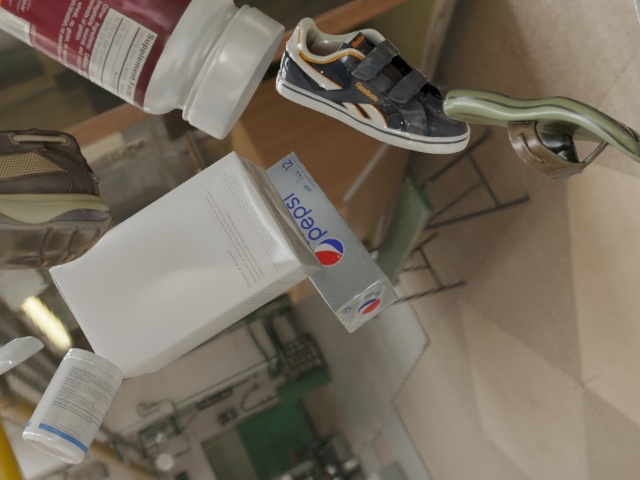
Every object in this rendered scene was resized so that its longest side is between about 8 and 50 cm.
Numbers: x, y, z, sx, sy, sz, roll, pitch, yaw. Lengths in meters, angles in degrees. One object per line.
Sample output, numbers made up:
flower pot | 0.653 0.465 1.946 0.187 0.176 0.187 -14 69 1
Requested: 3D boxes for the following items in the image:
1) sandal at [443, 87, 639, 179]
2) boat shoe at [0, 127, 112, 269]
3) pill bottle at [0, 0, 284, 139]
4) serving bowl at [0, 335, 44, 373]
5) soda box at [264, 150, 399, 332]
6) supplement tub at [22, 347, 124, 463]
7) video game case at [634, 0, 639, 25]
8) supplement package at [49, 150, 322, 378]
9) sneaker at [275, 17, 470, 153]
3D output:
sandal | 0.262 -0.115 1.126 0.303 0.120 0.086 20 93 51
boat shoe | -0.353 -0.047 0.831 0.132 0.355 0.130 -33 66 39
pill bottle | -0.265 -0.320 1.381 0.392 0.224 0.224 30 170 -4
serving bowl | -0.408 0.150 1.284 0.027 0.083 0.083 60 171 -6
soda box | 0.000 0.000 1.515 0.286 0.098 0.091 54 179 31
supplement tub | -0.265 0.178 1.046 0.071 0.107 0.071 20 153 10
video game case | 0.539 -0.420 1.384 0.026 0.206 0.227 -45 -61 -61
supplement package | -0.175 0.038 1.312 0.175 0.293 0.177 59 -174 7
sneaker | 0.085 -0.239 1.485 0.321 0.126 0.127 22 125 11
